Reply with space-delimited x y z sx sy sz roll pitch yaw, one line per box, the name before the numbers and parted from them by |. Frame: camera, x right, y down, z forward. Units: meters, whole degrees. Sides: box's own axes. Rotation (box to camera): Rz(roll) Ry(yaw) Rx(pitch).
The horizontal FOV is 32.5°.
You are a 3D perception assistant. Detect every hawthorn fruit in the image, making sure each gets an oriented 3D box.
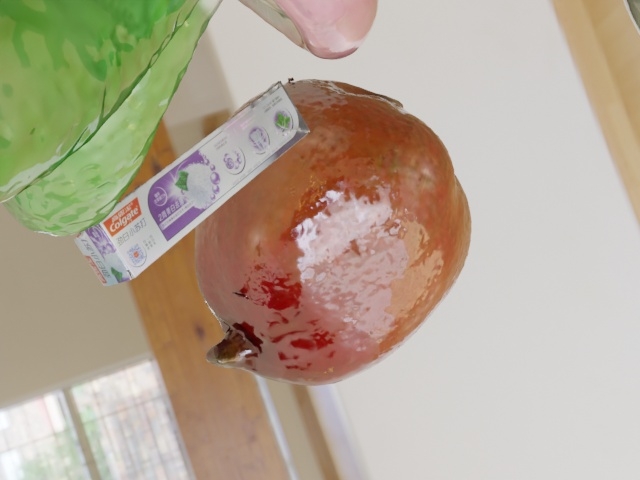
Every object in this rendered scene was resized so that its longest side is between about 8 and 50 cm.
hawthorn fruit | 0.015 -0.007 1.126 0.295 0.295 0.311 165 111 -80

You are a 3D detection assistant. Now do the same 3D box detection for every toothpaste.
toothpaste | -0.083 -0.043 0.744 0.040 0.196 0.047 -14 113 47

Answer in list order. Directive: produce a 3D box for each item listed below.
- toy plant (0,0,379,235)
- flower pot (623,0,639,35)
toy plant | -0.073 -0.152 0.506 0.210 0.356 0.317 48 180 -2
flower pot | 0.224 -0.123 0.372 0.195 0.246 0.246 113 138 -86
